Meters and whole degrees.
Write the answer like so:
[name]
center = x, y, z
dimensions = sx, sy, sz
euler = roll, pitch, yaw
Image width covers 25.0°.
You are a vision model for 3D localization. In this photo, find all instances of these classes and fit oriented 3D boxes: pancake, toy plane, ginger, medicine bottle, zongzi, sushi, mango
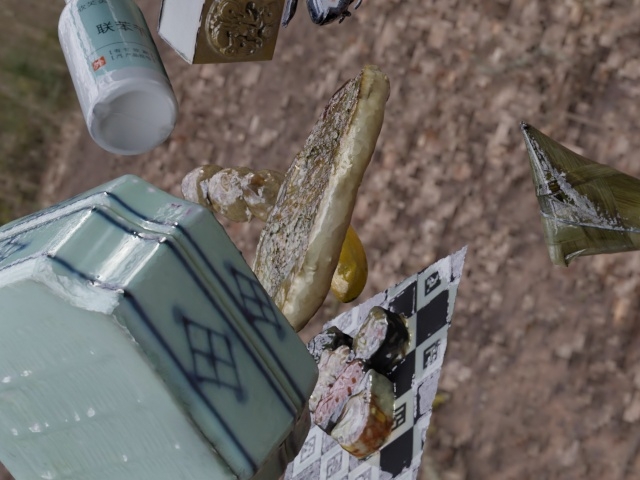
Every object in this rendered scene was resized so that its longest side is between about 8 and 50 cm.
[pancake]
center = -0.007, -0.041, 1.599
dimensions = 0.356, 0.065, 0.356
euler = -60, 12, 22
[toy plane]
center = 0.014, -0.311, 1.591
dimensions = 0.053, 0.078, 0.197
euler = 149, 137, -66
[ginger]
center = -0.120, -0.070, 2.105
dimensions = 0.204, 0.104, 0.080
euler = 6, 66, 45
[medicine bottle]
center = -0.266, -0.249, 1.785
dimensions = 0.352, 0.110, 0.110
euler = -115, 37, -46
[zongzi]
center = 0.428, -0.088, 2.164
dimensions = 0.112, 0.221, 0.242
euler = -60, -42, -54
[sushi]
center = 0.032, 0.180, 1.842
dimensions = 0.320, 0.069, 0.339
euler = -31, 36, 49
[mango]
center = 0.000, 0.000, 1.936
dimensions = 0.190, 0.075, 0.098
euler = 47, 117, 34

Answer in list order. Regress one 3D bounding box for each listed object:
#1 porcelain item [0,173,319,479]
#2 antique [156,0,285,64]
[porcelain item]
center = -0.164, 0.102, 1.194
dimensions = 0.286, 0.281, 0.157
euler = -20, 23, 42
[antique]
center = -0.145, -0.350, 2.159
dimensions = 0.148, 0.152, 0.146
euler = 47, 134, 42
